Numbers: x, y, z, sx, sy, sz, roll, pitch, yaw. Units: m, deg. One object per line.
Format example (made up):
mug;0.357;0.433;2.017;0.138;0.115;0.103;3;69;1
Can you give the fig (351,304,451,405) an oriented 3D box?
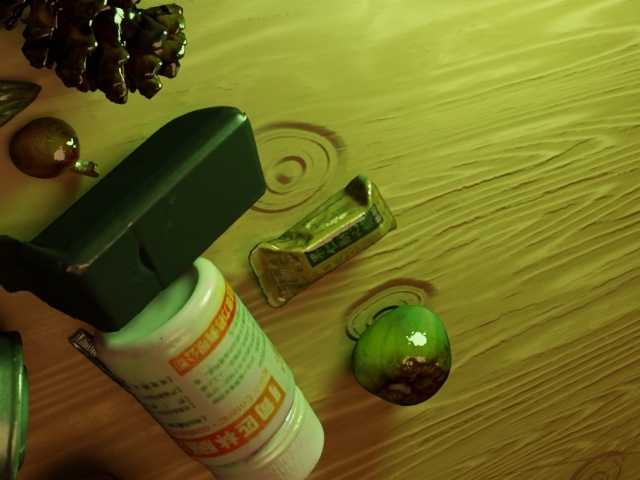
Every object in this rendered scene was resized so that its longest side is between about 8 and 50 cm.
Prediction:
fig;0.158;0.212;1.418;0.181;0.181;0.191;49;56;-32

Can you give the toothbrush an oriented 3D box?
toothbrush;-0.296;0.253;1.249;0.031;0.023;0.321;-43;122;-8

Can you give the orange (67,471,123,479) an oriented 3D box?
orange;-0.333;0.500;1.156;0.226;0.284;0.283;-36;121;-22

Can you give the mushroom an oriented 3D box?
mushroom;-0.364;-0.124;1.056;0.130;0.073;0.088;17;61;-37

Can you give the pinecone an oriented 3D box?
pinecone;-0.279;-0.300;0.951;0.246;0.246;0.292;-49;142;-7

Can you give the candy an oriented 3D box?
candy;0.000;0.000;1.296;0.271;0.101;0.143;-35;126;-9

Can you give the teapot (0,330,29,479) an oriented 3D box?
teapot;-0.534;0.251;1.028;0.240;0.321;0.239;5;67;-25

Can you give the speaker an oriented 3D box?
speaker;-0.275;-0.045;1.087;0.388;0.184;0.180;-45;151;-24

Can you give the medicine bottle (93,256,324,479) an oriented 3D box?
medicine bottle;-0.165;0.230;1.201;0.219;0.219;0.388;-39;122;-14

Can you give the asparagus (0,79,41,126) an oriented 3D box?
asparagus;-0.496;-0.144;0.970;0.287;0.080;0.080;-28;118;-20
